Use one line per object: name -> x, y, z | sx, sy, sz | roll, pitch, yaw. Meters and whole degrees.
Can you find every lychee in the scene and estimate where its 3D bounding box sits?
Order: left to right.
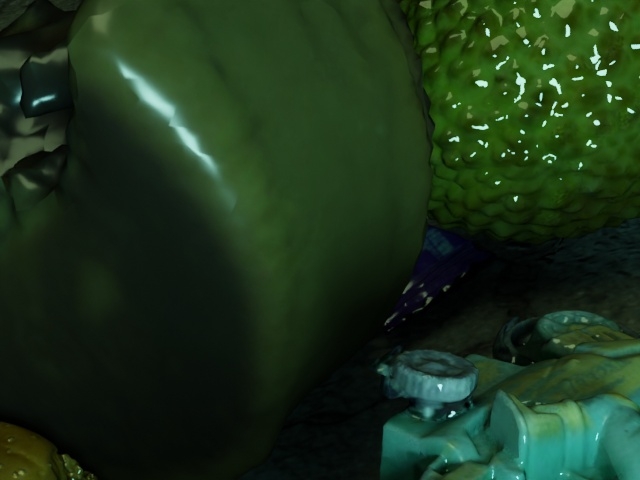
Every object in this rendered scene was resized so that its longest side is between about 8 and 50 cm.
lychee -> 0.180, -0.131, 1.103 | 0.320, 0.270, 0.270 | -47, 28, 2

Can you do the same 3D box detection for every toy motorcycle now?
toy motorcycle -> 0.124, 0.108, 0.672 | 0.198, 0.109, 0.296 | 13, 23, 28

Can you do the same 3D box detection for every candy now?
candy -> 0.000, 0.000, 1.151 | 0.145, 0.070, 0.275 | -34, 38, -18

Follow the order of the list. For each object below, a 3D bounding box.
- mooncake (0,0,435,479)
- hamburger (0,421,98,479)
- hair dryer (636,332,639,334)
mooncake -> -0.133, -0.048, 0.952 | 0.394, 0.393, 0.246 | 25, 42, 23
hamburger -> -0.213, 0.173, 0.912 | 0.138, 0.083, 0.147 | 14, 42, 40
hair dryer -> 0.225, 0.102, 0.833 | 0.225, 0.088, 0.219 | 24, 41, 35
